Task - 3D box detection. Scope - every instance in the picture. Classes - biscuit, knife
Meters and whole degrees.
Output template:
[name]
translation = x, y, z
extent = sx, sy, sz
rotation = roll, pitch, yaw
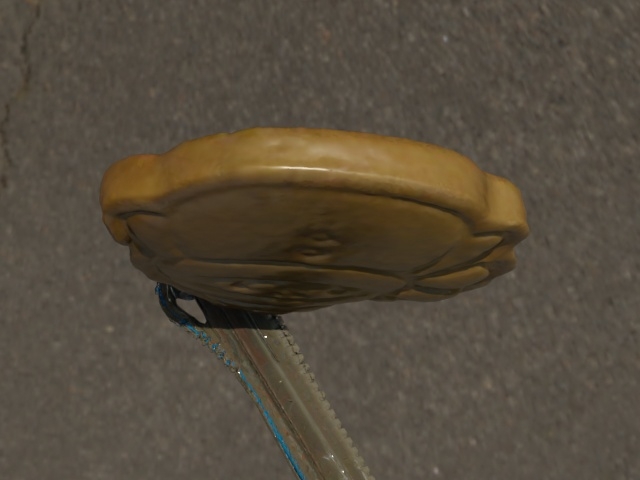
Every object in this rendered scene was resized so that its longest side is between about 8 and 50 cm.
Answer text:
[biscuit]
translation = 0.000, 0.000, 1.057
extent = 0.312, 0.057, 0.351
rotation = 0, 162, 3
[knife]
translation = -0.030, 0.154, 1.221
extent = 0.089, 0.365, 0.043
rotation = -36, 164, 7
